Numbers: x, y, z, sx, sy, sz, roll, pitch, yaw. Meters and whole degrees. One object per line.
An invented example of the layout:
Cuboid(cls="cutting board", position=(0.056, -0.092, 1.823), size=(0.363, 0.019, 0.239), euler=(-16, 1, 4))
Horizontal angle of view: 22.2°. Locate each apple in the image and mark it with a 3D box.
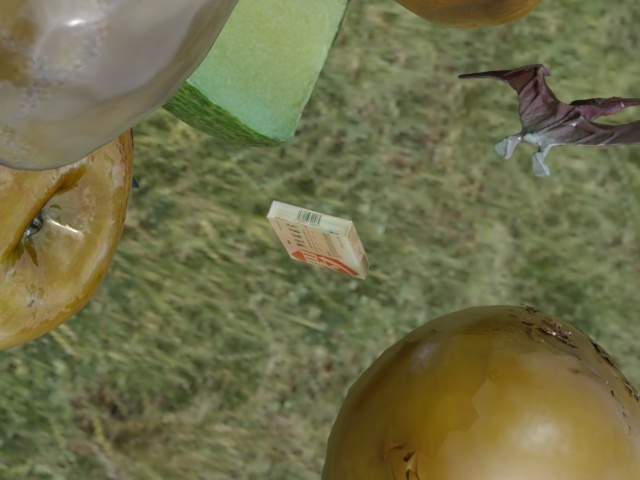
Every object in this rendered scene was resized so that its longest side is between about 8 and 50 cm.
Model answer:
Cuboid(cls="apple", position=(-0.190, -0.034, 0.875), size=(0.195, 0.173, 0.160), euler=(-52, 152, -18))

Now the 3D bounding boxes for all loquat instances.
Cuboid(cls="loquat", position=(0.117, 0.157, 1.100), size=(0.235, 0.235, 0.235), euler=(-18, 115, -42))

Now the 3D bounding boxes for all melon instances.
Cuboid(cls="melon", position=(-0.139, -0.258, 1.209), size=(0.343, 0.331, 0.226), euler=(37, 115, -28))

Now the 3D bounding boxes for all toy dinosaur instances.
Cuboid(cls="toy dinosaur", position=(0.178, -0.084, 1.139), size=(0.108, 0.220, 0.032), euler=(-33, 133, -33))

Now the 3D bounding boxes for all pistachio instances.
Cuboid(cls="pistachio", position=(-0.111, -0.098, 0.600), size=(0.153, 0.238, 0.137), euler=(-6, 101, -25))

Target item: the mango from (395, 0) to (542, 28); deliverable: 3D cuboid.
Cuboid(cls="mango", position=(0.095, -0.268, 1.302), size=(0.287, 0.153, 0.201), euler=(28, 39, -50))

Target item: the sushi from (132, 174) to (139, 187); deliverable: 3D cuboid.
Cuboid(cls="sushi", position=(-0.319, -0.119, 1.460), size=(0.212, 0.227, 0.215), euler=(-34, 131, 3))

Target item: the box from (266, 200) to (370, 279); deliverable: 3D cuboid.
Cuboid(cls="box", position=(0.000, 0.000, 1.132), size=(0.093, 0.058, 0.015), euler=(64, 42, -68))
